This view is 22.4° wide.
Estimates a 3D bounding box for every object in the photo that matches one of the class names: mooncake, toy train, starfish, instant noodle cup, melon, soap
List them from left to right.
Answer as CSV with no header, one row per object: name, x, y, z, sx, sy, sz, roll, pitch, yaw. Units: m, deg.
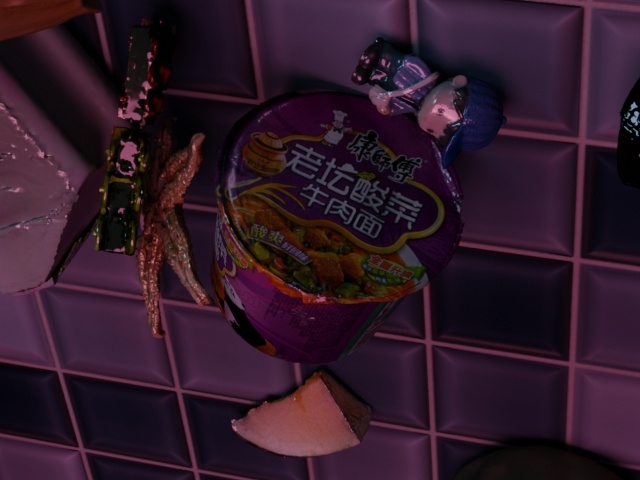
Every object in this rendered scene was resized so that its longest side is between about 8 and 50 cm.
soap,-0.379,-0.150,1.694,0.261,0.156,0.446,-16,127,33
toy train,-0.188,-0.106,1.641,0.053,0.085,0.249,11,102,-8
starfish,-0.169,-0.015,1.703,0.048,0.231,0.295,-1,173,-26
melon,-0.028,0.228,2.011,0.098,0.054,0.182,45,132,-15
instant noodle cup,0.000,0.000,1.643,0.251,0.251,0.190,22,146,-1
mooncake,0.277,0.371,1.976,0.275,0.135,0.275,10,139,8

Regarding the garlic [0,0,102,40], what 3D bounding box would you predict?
garlic,-0.374,-0.186,1.463,0.338,0.151,0.196,-31,128,11

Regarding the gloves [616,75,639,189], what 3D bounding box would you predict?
gloves,0.355,-0.135,1.452,0.164,0.124,0.203,-1,144,-2

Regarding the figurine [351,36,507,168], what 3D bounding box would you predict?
figurine,0.105,-0.137,1.575,0.149,0.087,0.086,35,137,9
